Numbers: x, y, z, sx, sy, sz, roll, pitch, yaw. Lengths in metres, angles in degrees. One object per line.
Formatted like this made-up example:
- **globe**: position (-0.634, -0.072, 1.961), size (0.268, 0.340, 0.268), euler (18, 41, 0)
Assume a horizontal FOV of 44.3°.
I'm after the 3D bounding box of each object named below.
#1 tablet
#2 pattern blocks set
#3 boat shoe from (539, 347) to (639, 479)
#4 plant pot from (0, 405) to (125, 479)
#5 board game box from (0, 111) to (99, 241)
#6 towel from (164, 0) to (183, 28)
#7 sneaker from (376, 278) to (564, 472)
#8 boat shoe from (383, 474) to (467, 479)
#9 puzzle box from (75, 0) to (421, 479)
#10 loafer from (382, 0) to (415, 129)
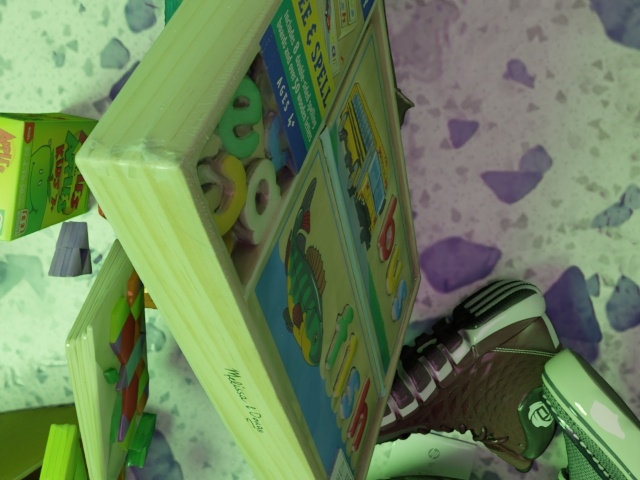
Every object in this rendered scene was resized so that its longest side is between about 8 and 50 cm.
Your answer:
- **tablet**: position (0.111, 0.221, 0.789), size (0.083, 0.006, 0.054), euler (14, 99, -1)
- **pattern blocks set**: position (-0.167, 0.099, 0.644), size (0.026, 0.285, 0.324), euler (5, 133, 1)
- **boat shoe**: position (0.255, 0.252, 0.703), size (0.158, 0.127, 0.340), euler (-38, 112, 10)
- **plant pot**: position (-0.314, 0.271, 0.719), size (0.187, 0.212, 0.212), euler (5, 99, 14)
- **board game box**: position (-0.240, -0.060, 0.665), size (0.043, 0.181, 0.092), euler (10, 99, 0)
- **towel**: position (-0.086, -0.082, 0.625), size (0.040, 0.271, 0.370), euler (-2, 101, -21)
- **sneaker**: position (0.119, 0.174, 0.734), size (0.281, 0.106, 0.162), euler (-34, 99, 5)
- **boat shoe**: position (0.044, 0.302, 0.752), size (0.324, 0.120, 0.122), euler (-8, 61, 10)
- **puzzle box**: position (0.000, 0.000, 0.532), size (0.052, 0.272, 0.408), euler (6, 142, 19)
- **loafer**: position (0.019, -0.211, 0.680), size (0.087, 0.094, 0.251), euler (-29, 97, 10)
